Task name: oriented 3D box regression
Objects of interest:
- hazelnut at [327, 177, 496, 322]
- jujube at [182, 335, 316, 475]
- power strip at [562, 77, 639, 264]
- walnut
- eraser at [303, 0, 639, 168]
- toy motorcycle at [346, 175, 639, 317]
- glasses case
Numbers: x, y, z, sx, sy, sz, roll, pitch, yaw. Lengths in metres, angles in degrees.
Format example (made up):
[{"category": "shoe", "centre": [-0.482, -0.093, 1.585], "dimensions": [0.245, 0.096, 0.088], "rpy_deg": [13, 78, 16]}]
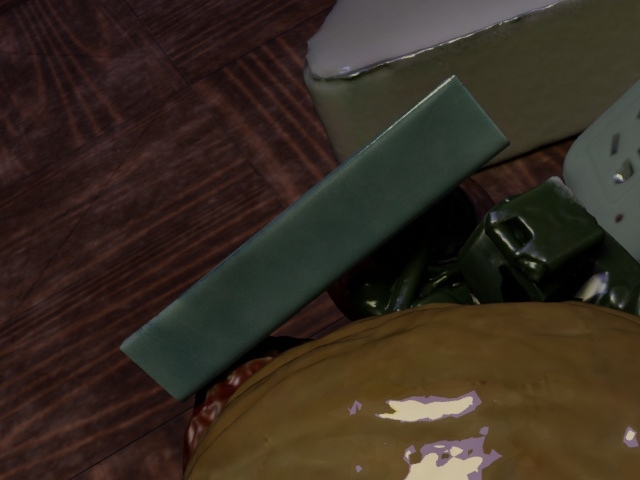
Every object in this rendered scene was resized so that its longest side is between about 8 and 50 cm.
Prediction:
[{"category": "hazelnut", "centre": [0.078, 0.008, 0.877], "dimensions": [0.143, 0.143, 0.154], "rpy_deg": [11, 33, 38]}, {"category": "jujube", "centre": [-0.013, 0.142, 0.755], "dimensions": [0.168, 0.168, 0.236], "rpy_deg": [-31, 26, -6]}, {"category": "power strip", "centre": [0.308, -0.033, 0.771], "dimensions": [0.229, 0.141, 0.261], "rpy_deg": [-47, 28, 27]}, {"category": "walnut", "centre": [0.088, 0.159, 0.522], "dimensions": [0.313, 0.277, 0.252], "rpy_deg": [-3, 13, 9]}, {"category": "eraser", "centre": [0.126, -0.178, 1.058], "dimensions": [0.331, 0.150, 0.331], "rpy_deg": [-14, 38, 11]}, {"category": "toy motorcycle", "centre": [0.135, 0.052, 0.701], "dimensions": [0.127, 0.205, 0.275], "rpy_deg": [-40, 79, -24]}, {"category": "glasses case", "centre": [0.000, 0.000, 0.733], "dimensions": [0.266, 0.056, 0.105], "rpy_deg": [-38, -2, 11]}]
